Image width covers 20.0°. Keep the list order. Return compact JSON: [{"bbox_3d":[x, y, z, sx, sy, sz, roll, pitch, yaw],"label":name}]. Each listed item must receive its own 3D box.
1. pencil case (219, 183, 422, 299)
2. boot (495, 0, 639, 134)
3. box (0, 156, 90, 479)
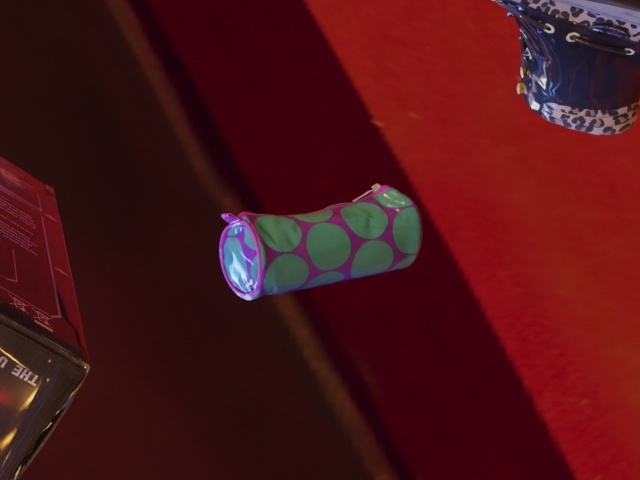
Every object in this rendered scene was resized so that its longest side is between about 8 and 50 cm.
[{"bbox_3d":[0.000,0.000,1.405,0.064,0.152,0.070,-8,93,61],"label":"pencil case"},{"bbox_3d":[0.155,-0.170,1.382,0.236,0.178,0.085,18,61,6],"label":"boot"},{"bbox_3d":[-0.191,-0.026,0.597,0.231,0.183,0.056,33,100,-21],"label":"box"}]
